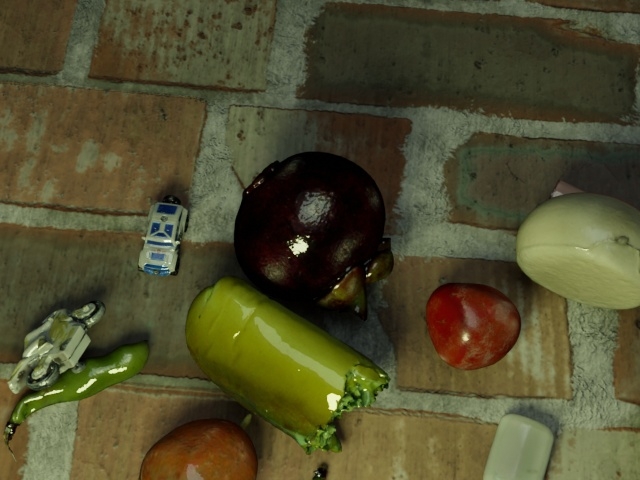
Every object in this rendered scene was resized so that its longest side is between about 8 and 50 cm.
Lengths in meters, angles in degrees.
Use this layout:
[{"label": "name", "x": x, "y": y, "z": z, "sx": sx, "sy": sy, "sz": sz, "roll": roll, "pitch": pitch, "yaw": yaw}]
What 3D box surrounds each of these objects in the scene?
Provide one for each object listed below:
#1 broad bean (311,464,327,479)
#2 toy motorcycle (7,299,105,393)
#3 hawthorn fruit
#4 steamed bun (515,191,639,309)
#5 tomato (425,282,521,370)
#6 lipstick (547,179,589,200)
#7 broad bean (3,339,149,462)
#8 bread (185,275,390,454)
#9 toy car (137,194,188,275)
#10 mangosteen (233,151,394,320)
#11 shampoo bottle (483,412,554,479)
[{"label": "broad bean", "x": -0.057, "y": 0.528, "z": 1.782, "sx": 0.060, "sy": 0.043, "sz": 0.297, "roll": 26, "pitch": 62, "yaw": 23}, {"label": "toy motorcycle", "x": -0.501, "y": 0.195, "z": 1.892, "sx": 0.151, "sy": 0.074, "sz": 0.228, "roll": -2, "pitch": 42, "yaw": 32}, {"label": "hawthorn fruit", "x": -0.198, "y": 0.396, "z": 1.774, "sx": 0.199, "sy": 0.199, "sz": 0.251, "roll": 31, "pitch": 52, "yaw": 12}, {"label": "steamed bun", "x": 0.527, "y": 0.005, "z": 1.960, "sx": 0.283, "sy": 0.283, "sz": 0.177, "roll": 20, "pitch": 70, "yaw": 7}, {"label": "tomato", "x": 0.294, "y": 0.154, "z": 1.944, "sx": 0.187, "sy": 0.151, "sz": 0.187, "roll": 2, "pitch": 57, "yaw": -3}, {"label": "lipstick", "x": 0.623, "y": -0.017, "z": 2.088, "sx": 0.327, "sy": 0.087, "sz": 0.087, "roll": 27, "pitch": 64, "yaw": 10}, {"label": "broad bean", "x": -0.454, "y": 0.279, "z": 1.883, "sx": 0.318, "sy": 0.056, "sz": 0.098, "roll": -37, "pitch": 70, "yaw": -16}, {"label": "bread", "x": -0.075, "y": 0.221, "z": 1.839, "sx": 0.377, "sy": 0.251, "sz": 0.208, "roll": 35, "pitch": 82, "yaw": 11}, {"label": "toy car", "x": -0.315, "y": -0.012, "z": 2.035, "sx": 0.080, "sy": 0.070, "sz": 0.170, "roll": 8, "pitch": 63, "yaw": 1}, {"label": "mangosteen", "x": 0.000, "y": 0.000, "z": 1.941, "sx": 0.347, "sy": 0.307, "sz": 0.307, "roll": 48, "pitch": 67, "yaw": -8}, {"label": "shampoo bottle", "x": 0.354, "y": 0.431, "z": 1.854, "sx": 0.108, "sy": 0.051, "sz": 0.220, "roll": 22, "pitch": 62, "yaw": 5}]
